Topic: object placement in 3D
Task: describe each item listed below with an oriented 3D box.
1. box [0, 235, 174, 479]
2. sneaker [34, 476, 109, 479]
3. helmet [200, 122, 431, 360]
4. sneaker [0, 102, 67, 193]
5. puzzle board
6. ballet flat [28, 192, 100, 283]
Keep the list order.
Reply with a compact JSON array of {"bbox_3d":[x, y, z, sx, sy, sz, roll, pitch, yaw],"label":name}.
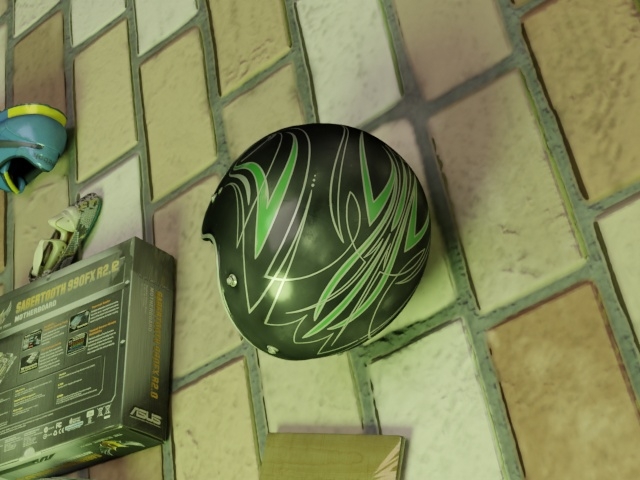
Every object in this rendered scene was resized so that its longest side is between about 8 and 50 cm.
[{"bbox_3d":[-0.237,0.119,1.042,0.231,0.056,0.183,-22,54,30],"label":"box"},{"bbox_3d":[-0.241,0.226,0.983,0.152,0.061,0.054,-19,58,34],"label":"sneaker"},{"bbox_3d":[0.000,0.000,0.832,0.169,0.169,0.161,-49,29,8],"label":"helmet"},{"bbox_3d":[-0.363,-0.088,1.256,0.209,0.069,0.082,-11,64,36],"label":"sneaker"},{"bbox_3d":[0.003,0.189,0.831,0.128,0.011,0.096,-7,64,39],"label":"puzzle board"},{"bbox_3d":[-0.259,-0.001,1.139,0.041,0.041,0.114,17,78,44],"label":"ballet flat"}]
